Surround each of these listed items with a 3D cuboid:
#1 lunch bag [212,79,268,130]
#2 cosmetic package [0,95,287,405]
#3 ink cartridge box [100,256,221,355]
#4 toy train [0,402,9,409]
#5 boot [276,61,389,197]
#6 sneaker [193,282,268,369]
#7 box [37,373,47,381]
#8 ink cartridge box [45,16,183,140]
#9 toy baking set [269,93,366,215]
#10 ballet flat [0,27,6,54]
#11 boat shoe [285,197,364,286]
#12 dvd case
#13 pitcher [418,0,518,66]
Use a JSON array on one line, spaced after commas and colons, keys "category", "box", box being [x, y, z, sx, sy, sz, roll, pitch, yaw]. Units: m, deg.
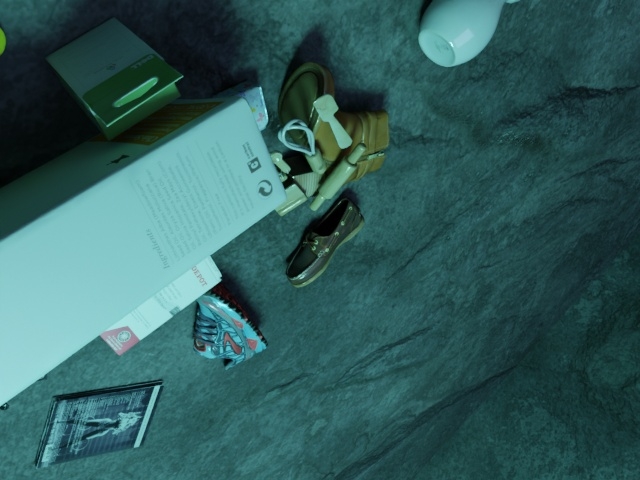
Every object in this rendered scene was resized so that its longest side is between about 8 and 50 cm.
[{"category": "lunch bag", "box": [-0.127, -0.204, 1.106, 0.071, 0.053, 0.083, -31, 130, -23]}, {"category": "cosmetic package", "box": [-0.293, -0.015, 0.879, 0.453, 0.230, 0.161, -39, 121, -30]}, {"category": "ink cartridge box", "box": [-0.293, 0.061, 1.143, 0.218, 0.092, 0.158, -35, 140, -12]}, {"category": "toy train", "box": [-0.512, 0.214, 1.122, 0.036, 0.027, 0.158, 8, 117, -35]}, {"category": "boot", "box": [0.041, -0.200, 1.218, 0.220, 0.109, 0.283, -20, 137, -29]}, {"category": "sneaker", "box": [-0.194, 0.176, 1.329, 0.125, 0.104, 0.262, -38, 141, -9]}, {"category": "box", "box": [-0.526, 0.096, 0.915, 0.307, 0.076, 0.242, -7, 110, -40]}, {"category": "ink cartridge box", "box": [-0.251, -0.195, 0.866, 0.109, 0.209, 0.062, -36, 140, -14]}, {"category": "toy baking set", "box": [-0.019, -0.126, 1.142, 0.197, 0.030, 0.256, 8, 135, -45]}, {"category": "ballet flat", "box": [-0.462, -0.208, 0.763, 0.231, 0.077, 0.077, -11, 129, -37]}, {"category": "boat shoe", "box": [0.000, 0.000, 1.389, 0.207, 0.073, 0.073, -49, 141, -9]}, {"category": "dvd case", "box": [-0.423, 0.352, 1.331, 0.221, 0.018, 0.164, 1, 120, -43]}, {"category": "pitcher", "box": [0.256, -0.432, 1.234, 0.207, 0.125, 0.178, -50, 122, -14]}]
